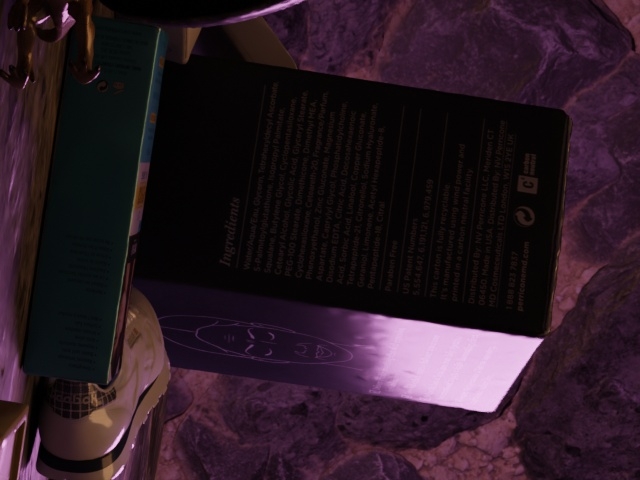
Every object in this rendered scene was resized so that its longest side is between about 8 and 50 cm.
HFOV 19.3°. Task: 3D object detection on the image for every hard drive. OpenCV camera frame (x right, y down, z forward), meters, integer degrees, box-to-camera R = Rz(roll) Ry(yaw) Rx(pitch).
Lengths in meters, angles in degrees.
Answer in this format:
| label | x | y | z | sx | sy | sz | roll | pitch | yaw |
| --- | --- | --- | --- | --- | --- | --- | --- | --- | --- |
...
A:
| label | x | y | z | sx | sy | sz | roll | pitch | yaw |
| --- | --- | --- | --- | --- | --- | --- | --- | --- | --- |
| hard drive | -0.098 | -0.175 | 1.836 | 0.203 | 0.040 | 0.307 | 55 | -13 | 12 |

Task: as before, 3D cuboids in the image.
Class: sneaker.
| label | x | y | z | sx | sy | sz | roll | pitch | yaw |
| --- | --- | --- | --- | --- | --- | --- | --- | --- | --- |
| sneaker | -0.167 | 0.087 | 1.457 | 0.235 | 0.090 | 0.095 | -87 | 177 | -61 |

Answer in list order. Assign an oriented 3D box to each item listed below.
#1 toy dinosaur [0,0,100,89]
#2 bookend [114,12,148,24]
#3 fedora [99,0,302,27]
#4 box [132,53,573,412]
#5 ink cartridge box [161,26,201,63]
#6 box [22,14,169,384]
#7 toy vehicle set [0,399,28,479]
| label | x | y | z | sx | sy | sz | roll | pitch | yaw |
| --- | --- | --- | --- | --- | --- | --- | --- | --- | --- |
| toy dinosaur | -0.133 | -0.124 | 0.970 | 0.183 | 0.053 | 0.092 | 102 | -5 | -64 |
| bookend | -0.107 | -0.198 | 1.318 | 0.156 | 0.072 | 0.157 | 100 | -14 | -47 |
| fedora | -0.044 | -0.291 | 1.123 | 0.152 | 0.334 | 0.334 | 52 | 34 | -41 |
| box | 0.000 | 0.000 | 1.706 | 0.293 | 0.395 | 0.212 | 104 | -6 | -71 |
| ink cartridge box | -0.086 | -0.338 | 1.556 | 0.261 | 0.066 | 0.296 | 100 | 8 | -55 |
| box | -0.153 | -0.029 | 1.295 | 0.100 | 0.060 | 0.244 | -111 | -150 | -87 |
| toy vehicle set | -0.192 | 0.222 | 0.943 | 0.166 | 0.035 | 0.267 | -113 | -149 | -87 |
